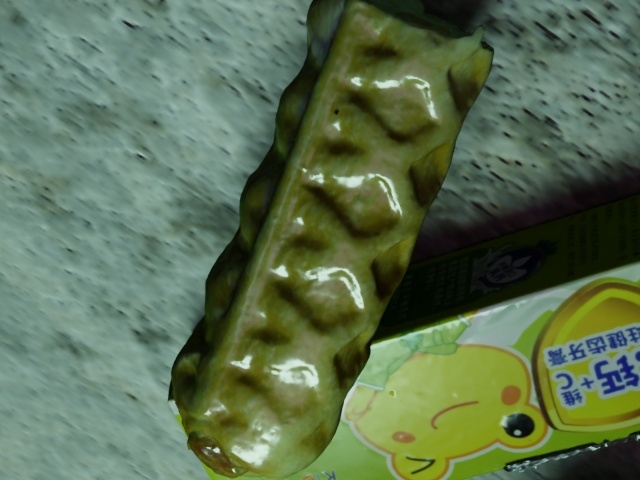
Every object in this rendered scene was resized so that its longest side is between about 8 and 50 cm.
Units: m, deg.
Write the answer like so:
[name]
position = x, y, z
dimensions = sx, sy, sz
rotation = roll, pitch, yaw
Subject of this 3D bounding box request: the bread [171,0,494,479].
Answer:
[bread]
position = -0.001, 0.000, 0.841
dimensions = 0.098, 0.087, 0.269
rotation = 25, 101, 12

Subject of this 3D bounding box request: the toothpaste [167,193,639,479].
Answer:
[toothpaste]
position = 0.078, 0.072, 0.926
dimensions = 0.327, 0.077, 0.110
rotation = -18, 114, 18
